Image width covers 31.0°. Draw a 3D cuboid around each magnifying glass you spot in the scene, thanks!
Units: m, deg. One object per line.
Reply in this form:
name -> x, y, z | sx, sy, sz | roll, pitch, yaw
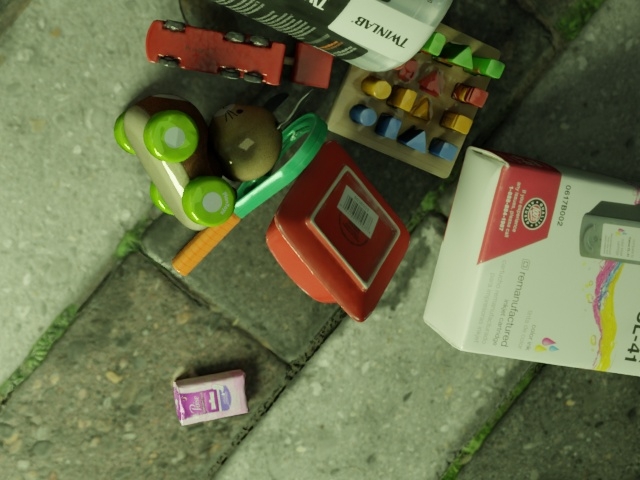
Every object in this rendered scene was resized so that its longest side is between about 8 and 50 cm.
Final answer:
magnifying glass -> -0.079, -0.050, 1.266 | 0.026, 0.092, 0.231 | 39, 100, -22

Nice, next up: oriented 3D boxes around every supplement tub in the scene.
supplement tub -> -0.030, -0.307, 1.136 | 0.316, 0.193, 0.193 | 19, 96, -28

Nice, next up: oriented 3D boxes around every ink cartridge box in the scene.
ink cartridge box -> 0.302, 0.030, 1.356 | 0.306, 0.131, 0.226 | 10, 99, -15

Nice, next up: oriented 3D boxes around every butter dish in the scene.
butter dish -> 0.000, 0.000, 1.280 | 0.160, 0.118, 0.160 | 49, 46, -17

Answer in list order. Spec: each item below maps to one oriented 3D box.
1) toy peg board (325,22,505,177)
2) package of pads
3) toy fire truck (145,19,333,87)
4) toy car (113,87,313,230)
toy peg board -> 0.114, -0.167, 1.289 | 0.161, 0.079, 0.160 | 21, 96, -18
package of pads -> -0.125, 0.179, 1.324 | 0.083, 0.032, 0.050 | -9, 101, -13
toy fire truck -> -0.082, -0.196, 1.216 | 0.192, 0.135, 0.047 | 10, 101, -2
toy car -> -0.098, -0.114, 1.212 | 0.188, 0.155, 0.149 | -34, 109, -16
